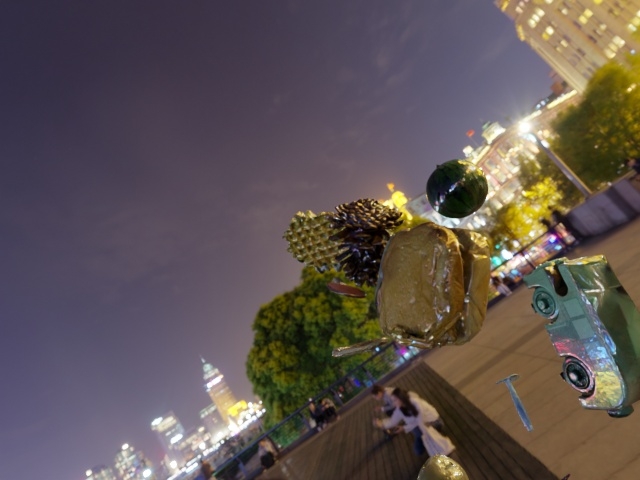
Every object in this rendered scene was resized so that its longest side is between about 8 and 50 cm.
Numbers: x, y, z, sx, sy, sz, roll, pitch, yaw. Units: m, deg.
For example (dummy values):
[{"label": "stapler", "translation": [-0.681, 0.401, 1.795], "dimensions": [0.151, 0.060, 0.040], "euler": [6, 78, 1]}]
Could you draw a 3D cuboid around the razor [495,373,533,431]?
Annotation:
[{"label": "razor", "translation": [0.517, 0.425, 1.081], "dimensions": [0.040, 0.135, 0.068], "euler": [-8, -30, -16]}]

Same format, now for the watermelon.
[{"label": "watermelon", "translation": [0.549, -0.209, 1.675], "dimensions": [0.242, 0.242, 0.242], "euler": [-33, -15, -10]}]

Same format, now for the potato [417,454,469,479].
[{"label": "potato", "translation": [0.373, 0.778, 1.272], "dimensions": [0.157, 0.157, 0.194], "euler": [2, -83, -67]}]

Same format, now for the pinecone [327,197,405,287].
[{"label": "pinecone", "translation": [0.141, 0.015, 1.296], "dimensions": [0.246, 0.246, 0.293], "euler": [-22, -64, -42]}]

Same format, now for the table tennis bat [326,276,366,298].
[{"label": "table tennis bat", "translation": [0.058, 0.116, 1.023], "dimensions": [0.158, 0.095, 0.014], "euler": [-141, 63, -76]}]

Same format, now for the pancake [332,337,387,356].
[{"label": "pancake", "translation": [0.101, 0.268, 1.039], "dimensions": [0.151, 0.025, 0.152], "euler": [-11, -13, -3]}]

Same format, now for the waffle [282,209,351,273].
[{"label": "waffle", "translation": [-0.001, 0.008, 1.665], "dimensions": [0.329, 0.329, 0.062], "euler": [-48, 20, 39]}]

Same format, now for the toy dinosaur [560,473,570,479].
[{"label": "toy dinosaur", "translation": [0.424, 0.529, 0.731], "dimensions": [0.032, 0.108, 0.220], "euler": [70, -141, -64]}]

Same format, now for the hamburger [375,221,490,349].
[{"label": "hamburger", "translation": [0.245, 0.105, 0.954], "dimensions": [0.158, 0.319, 0.319], "euler": [15, -40, -22]}]

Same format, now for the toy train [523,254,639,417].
[{"label": "toy train", "translation": [0.547, 0.183, 0.828], "dimensions": [0.129, 0.327, 0.159], "euler": [-11, -19, -16]}]
